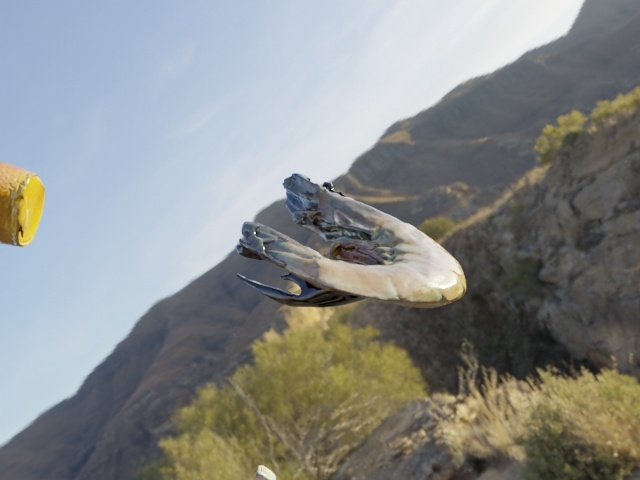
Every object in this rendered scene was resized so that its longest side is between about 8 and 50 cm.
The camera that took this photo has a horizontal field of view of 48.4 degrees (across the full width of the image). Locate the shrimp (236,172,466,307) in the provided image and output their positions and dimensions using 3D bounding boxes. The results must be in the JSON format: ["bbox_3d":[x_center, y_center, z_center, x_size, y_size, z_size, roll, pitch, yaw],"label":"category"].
[{"bbox_3d":[0.000,0.000,0.516,0.152,0.219,0.046,-3,-65,-33],"label":"shrimp"}]

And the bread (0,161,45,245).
[{"bbox_3d":[-0.747,-0.082,1.688,0.270,0.143,0.195,143,138,-74],"label":"bread"}]

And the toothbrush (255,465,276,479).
[{"bbox_3d":[-0.035,0.585,1.563,0.025,0.307,0.029,-32,26,27],"label":"toothbrush"}]
